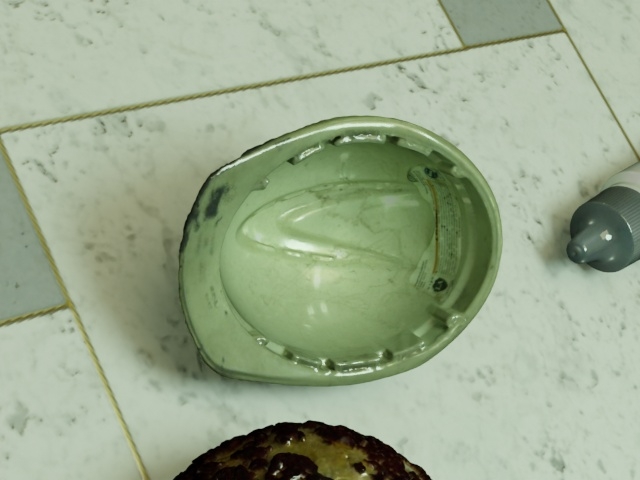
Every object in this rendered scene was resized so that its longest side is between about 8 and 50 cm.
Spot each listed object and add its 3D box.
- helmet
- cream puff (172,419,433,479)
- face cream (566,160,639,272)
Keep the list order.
[{"bbox_3d":[-0.005,-0.001,0.987,0.258,0.137,0.204,-3,104,-24],"label":"helmet"},{"bbox_3d":[-0.006,0.230,0.831,0.239,0.165,0.239,14,60,-25],"label":"cream puff"},{"bbox_3d":[0.334,-0.042,1.243,0.311,0.092,0.092,-25,78,-38],"label":"face cream"}]
